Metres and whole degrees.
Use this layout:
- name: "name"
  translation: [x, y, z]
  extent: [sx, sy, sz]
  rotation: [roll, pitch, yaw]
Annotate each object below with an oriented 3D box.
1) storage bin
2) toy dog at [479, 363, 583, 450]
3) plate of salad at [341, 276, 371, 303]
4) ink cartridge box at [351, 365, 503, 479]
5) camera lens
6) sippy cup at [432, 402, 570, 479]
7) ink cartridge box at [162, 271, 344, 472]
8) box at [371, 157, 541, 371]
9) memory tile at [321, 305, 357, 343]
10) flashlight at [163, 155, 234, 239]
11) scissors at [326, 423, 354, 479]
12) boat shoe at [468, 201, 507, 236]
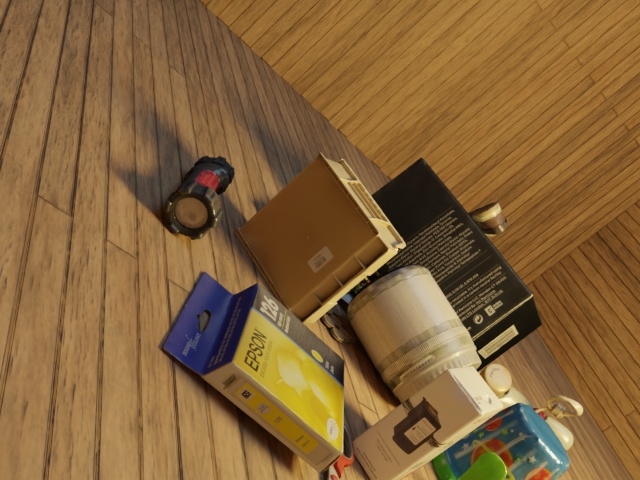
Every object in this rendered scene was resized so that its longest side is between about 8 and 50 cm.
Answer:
- name: "storage bin"
  translation: [0.000, 0.000, 1.585]
  extent: [0.260, 0.262, 0.123]
  rotation: [55, 18, 21]
- name: "toy dog"
  translation: [0.507, 0.474, 2.019]
  extent: [0.334, 0.161, 0.220]
  rotation: [25, -34, 20]
- name: "plate of salad"
  translation: [0.092, 0.112, 1.907]
  extent: [0.200, 0.048, 0.200]
  rotation: [30, 22, -13]
- name: "ink cartridge box"
  translation: [0.195, 0.335, 1.376]
  extent: [0.100, 0.237, 0.172]
  rotation: [55, 17, 21]
- name: "camera lens"
  translation: [0.204, 0.209, 1.712]
  extent: [0.274, 0.219, 0.219]
  rotation: [60, 18, 21]
- name: "sippy cup"
  translation: [0.395, 0.472, 1.622]
  extent: [0.240, 0.224, 0.305]
  rotation: [46, 15, -12]
- name: "ink cartridge box"
  translation: [-0.088, 0.187, 1.248]
  extent: [0.307, 0.072, 0.303]
  rotation: [44, 16, -12]
- name: "box"
  translation: [0.348, 0.098, 2.114]
  extent: [0.471, 0.297, 0.480]
  rotation: [54, 6, 23]
- name: "memory tile"
  translation: [0.022, 0.170, 1.711]
  extent: [0.148, 0.012, 0.113]
  rotation: [54, 16, 21]
- name: "flashlight"
  translation: [-0.226, -0.098, 1.498]
  extent: [0.103, 0.103, 0.304]
  rotation: [45, 17, -12]
- name: "scissors"
  translation: [0.028, 0.379, 1.221]
  extent: [0.109, 0.021, 0.297]
  rotation: [44, 15, -24]
- name: "boat shoe"
  translation: [0.489, -0.055, 2.223]
  extent: [0.285, 0.103, 0.092]
  rotation: [3, 62, -86]
